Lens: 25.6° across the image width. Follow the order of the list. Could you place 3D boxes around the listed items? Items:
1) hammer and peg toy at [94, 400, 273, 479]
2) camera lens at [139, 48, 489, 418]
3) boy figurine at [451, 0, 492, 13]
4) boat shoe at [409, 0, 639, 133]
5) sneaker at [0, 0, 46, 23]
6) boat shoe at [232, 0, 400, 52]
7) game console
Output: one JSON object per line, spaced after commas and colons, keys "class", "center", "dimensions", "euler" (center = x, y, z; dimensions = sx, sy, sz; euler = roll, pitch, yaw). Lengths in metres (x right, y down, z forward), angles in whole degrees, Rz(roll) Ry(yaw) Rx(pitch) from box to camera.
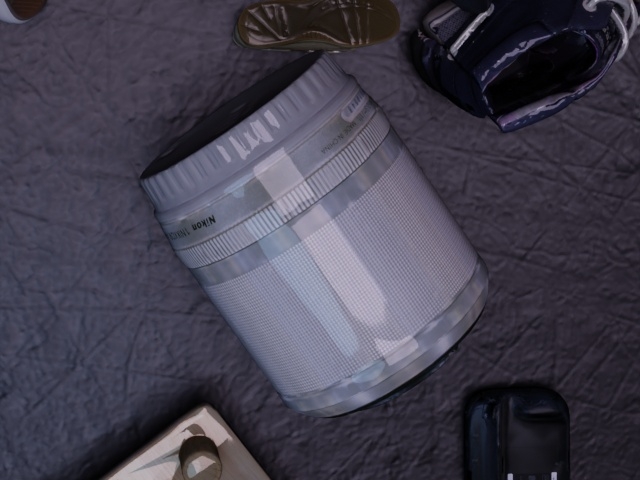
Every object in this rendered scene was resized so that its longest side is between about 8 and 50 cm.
{"class": "hammer and peg toy", "center": [-0.096, 0.357, 1.333], "dimensions": [0.266, 0.127, 0.361], "euler": [-38, 102, -2]}
{"class": "camera lens", "center": [0.000, 0.000, 1.235], "dimensions": [0.219, 0.219, 0.274], "euler": [-35, 102, -1]}
{"class": "boy figurine", "center": [0.209, -0.326, 1.228], "dimensions": [0.092, 0.177, 0.285], "euler": [44, 68, -20]}
{"class": "boat shoe", "center": [0.256, -0.211, 1.253], "dimensions": [0.340, 0.158, 0.127], "euler": [-33, 120, 2]}
{"class": "sneaker", "center": [-0.311, -0.331, 1.216], "dimensions": [0.123, 0.106, 0.290], "euler": [5, 115, 32]}
{"class": "boat shoe", "center": [-0.004, -0.198, 1.296], "dimensions": [0.153, 0.048, 0.056], "euler": [-9, 89, -13]}
{"class": "game console", "center": [0.213, 0.322, 1.412], "dimensions": [0.213, 0.044, 0.361], "euler": [-3, 101, -9]}
